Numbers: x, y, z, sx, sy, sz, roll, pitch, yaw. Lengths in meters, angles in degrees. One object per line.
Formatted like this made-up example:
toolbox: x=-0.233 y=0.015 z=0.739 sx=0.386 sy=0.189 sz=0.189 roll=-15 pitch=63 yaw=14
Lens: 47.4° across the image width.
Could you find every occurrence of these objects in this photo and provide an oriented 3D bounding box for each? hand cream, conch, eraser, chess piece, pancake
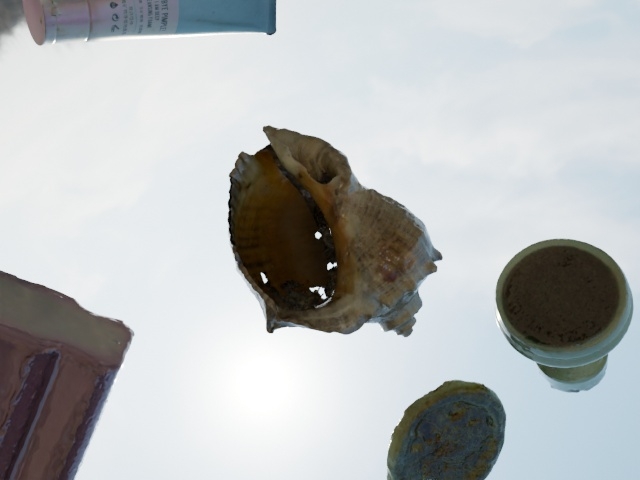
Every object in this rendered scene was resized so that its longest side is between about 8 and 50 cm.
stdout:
hand cream: x=-0.181 y=-0.284 z=0.855 sx=0.312 sy=0.111 sz=0.070 roll=-18 pitch=-141 yaw=-35
conch: x=0.000 y=0.000 z=0.696 sx=0.163 sy=0.245 sz=0.178 roll=-33 pitch=180 yaw=42
eraser: x=-0.370 y=0.201 z=0.687 sx=0.359 sy=0.272 sz=0.122 roll=-64 pitch=-169 yaw=13
chess piece: x=0.391 y=0.142 z=1.157 sx=0.195 sy=0.299 sz=0.194 roll=-10 pitch=-122 yaw=17
pancake: x=0.223 y=0.352 z=1.258 sx=0.253 sy=0.253 sz=0.037 roll=-37 pitch=-150 yaw=-7
